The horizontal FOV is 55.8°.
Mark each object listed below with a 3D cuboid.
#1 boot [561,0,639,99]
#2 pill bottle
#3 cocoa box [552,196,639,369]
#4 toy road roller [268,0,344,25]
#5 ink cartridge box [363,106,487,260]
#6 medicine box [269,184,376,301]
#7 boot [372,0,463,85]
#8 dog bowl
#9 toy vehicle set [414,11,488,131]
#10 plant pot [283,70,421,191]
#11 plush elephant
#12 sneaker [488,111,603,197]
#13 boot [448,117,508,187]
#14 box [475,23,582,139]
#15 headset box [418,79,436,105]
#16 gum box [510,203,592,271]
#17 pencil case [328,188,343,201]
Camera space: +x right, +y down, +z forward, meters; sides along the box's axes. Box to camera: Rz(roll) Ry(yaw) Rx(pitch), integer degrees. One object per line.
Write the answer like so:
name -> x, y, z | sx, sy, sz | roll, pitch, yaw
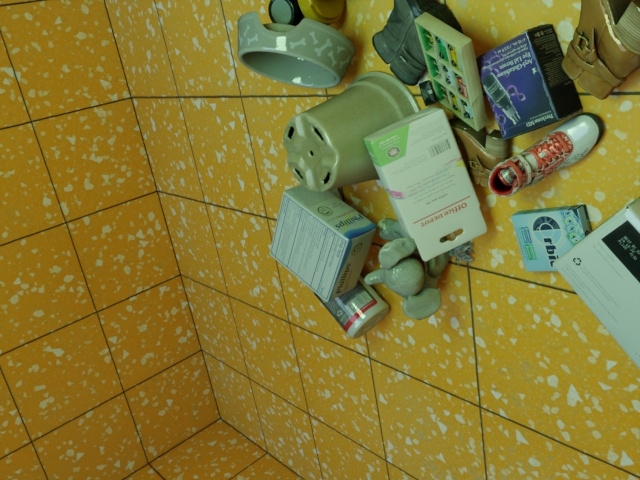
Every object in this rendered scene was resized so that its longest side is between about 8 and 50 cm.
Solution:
boot -> 0.549, -0.444, 1.215 | 0.283, 0.109, 0.220 | 57, 160, 22
pill bottle -> 0.078, 0.173, 2.127 | 0.318, 0.176, 0.176 | 49, 143, 21
cocoa box -> 0.705, 0.085, 1.214 | 0.347, 0.228, 0.231 | 54, 144, 15
toy road roller -> -0.027, -0.762, 1.671 | 0.241, 0.202, 0.329 | -4, 113, 40
ink cartridge box -> 0.279, -0.148, 1.596 | 0.119, 0.207, 0.353 | -118, 3, -73
medicine box -> 0.000, 0.000, 1.953 | 0.289, 0.149, 0.263 | 37, 131, 26
boot -> 0.195, -0.579, 1.554 | 0.223, 0.118, 0.338 | -30, 87, 57
dog bowl -> -0.078, -0.535, 1.737 | 0.349, 0.349, 0.102 | 12, 90, 49
toy vehicle set -> 0.315, -0.399, 1.443 | 0.166, 0.035, 0.267 | 51, 176, 40
plant pot -> 0.074, -0.286, 1.732 | 0.334, 0.305, 0.333 | 31, 133, 39
plush elephant -> 0.253, 0.082, 1.773 | 0.330, 0.255, 0.272 | -7, 105, 54
sneaker -> 0.503, -0.184, 1.379 | 0.090, 0.145, 0.270 | 60, 145, 6
boot -> 0.393, -0.226, 1.565 | 0.197, 0.073, 0.152 | 37, 143, 41
box -> 0.464, -0.352, 1.357 | 0.153, 0.108, 0.207 | -17, 96, 54
headset box -> 0.283, -0.389, 1.602 | 0.032, 0.083, 0.062 | -18, 99, 12
gum box -> 0.576, -0.002, 1.490 | 0.184, 0.041, 0.157 | -5, 107, 52
pencil case -> 0.027, -0.127, 2.060 | 0.124, 0.113, 0.273 | -21, 94, 62
